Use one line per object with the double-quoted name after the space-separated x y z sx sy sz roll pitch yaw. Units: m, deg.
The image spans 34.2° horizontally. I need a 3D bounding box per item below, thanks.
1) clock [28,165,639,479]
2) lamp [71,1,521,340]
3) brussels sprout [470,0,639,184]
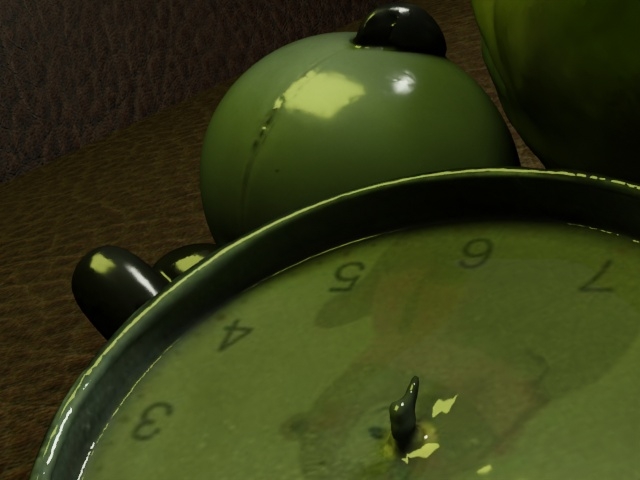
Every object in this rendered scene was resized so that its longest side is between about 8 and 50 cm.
0.031 0.071 0.354 0.281 0.055 0.280 -14 34 9 "clock"
0.000 0.000 0.567 0.244 0.197 0.198 -43 22 -16 "lamp"
0.229 -0.115 0.500 0.344 0.268 0.344 -2 18 1 "brussels sprout"
